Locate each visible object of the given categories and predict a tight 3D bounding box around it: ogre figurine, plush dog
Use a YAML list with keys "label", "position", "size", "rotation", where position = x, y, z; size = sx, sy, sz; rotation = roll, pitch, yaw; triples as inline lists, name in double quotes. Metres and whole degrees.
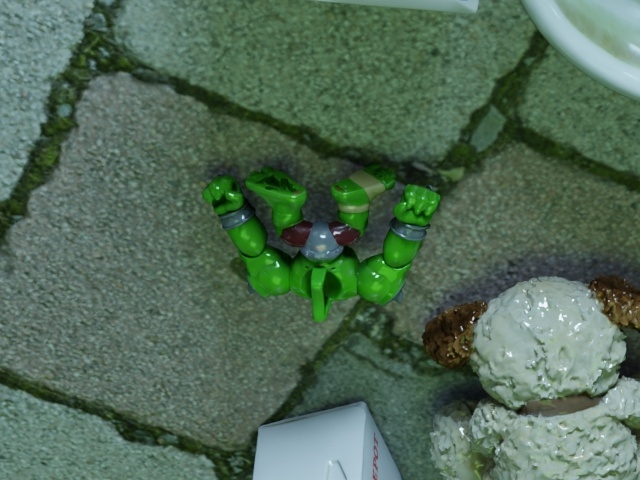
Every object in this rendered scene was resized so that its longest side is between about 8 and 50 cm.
- label: "ogre figurine"
  position: [0.000, 0.000, 1.638]
  size: [0.197, 0.097, 0.118]
  rotation: [-6, 119, -8]
- label: "plush dog"
  position: [0.210, 0.141, 1.711]
  size: [0.262, 0.210, 0.225]
  rotation: [-11, 106, 11]

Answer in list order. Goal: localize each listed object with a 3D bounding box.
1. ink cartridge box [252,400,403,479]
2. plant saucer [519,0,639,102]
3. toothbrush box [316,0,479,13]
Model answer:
- label: "ink cartridge box"
  position: [0.034, 0.333, 1.847]
  size: [0.121, 0.211, 0.289]
  rotation: [-14, 128, 15]
- label: "plant saucer"
  position: [0.329, -0.273, 1.390]
  size: [0.400, 0.100, 0.400]
  rotation: [1, 131, 2]
- label: "toothbrush box"
  position: [0.028, -0.317, 1.348]
  size: [0.206, 0.122, 0.283]
  rotation: [5, 132, -3]
